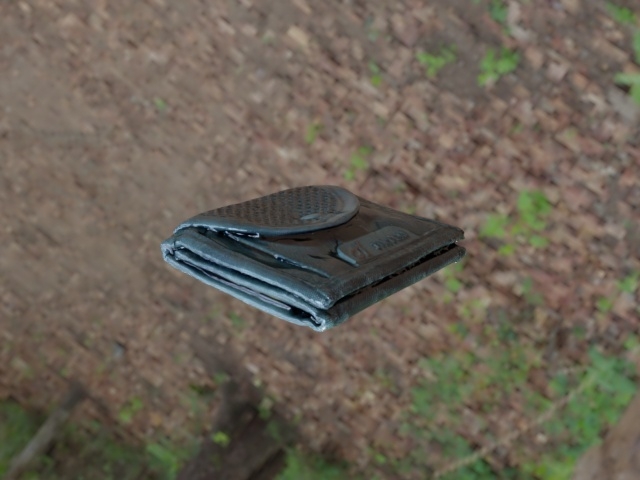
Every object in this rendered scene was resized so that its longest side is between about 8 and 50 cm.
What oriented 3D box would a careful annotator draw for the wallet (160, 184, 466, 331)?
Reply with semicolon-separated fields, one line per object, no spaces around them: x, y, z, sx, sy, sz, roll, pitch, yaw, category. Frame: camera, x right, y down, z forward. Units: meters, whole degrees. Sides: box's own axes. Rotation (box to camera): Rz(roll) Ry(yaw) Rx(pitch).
0.000;0.000;0.645;0.088;0.129;0.026;21;113;26;wallet
